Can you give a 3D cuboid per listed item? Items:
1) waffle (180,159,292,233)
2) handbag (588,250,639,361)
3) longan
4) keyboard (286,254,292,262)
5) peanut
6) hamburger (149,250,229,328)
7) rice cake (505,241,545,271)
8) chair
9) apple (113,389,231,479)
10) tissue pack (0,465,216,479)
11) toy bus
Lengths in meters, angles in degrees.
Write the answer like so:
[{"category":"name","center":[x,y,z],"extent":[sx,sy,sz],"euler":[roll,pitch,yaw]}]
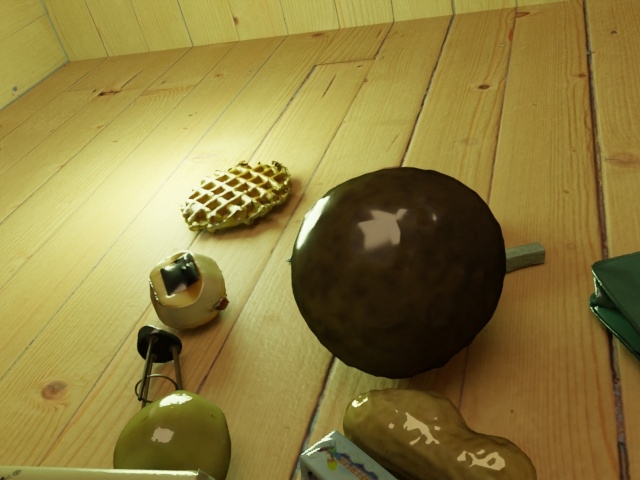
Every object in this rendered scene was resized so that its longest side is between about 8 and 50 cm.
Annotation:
[{"category":"waffle","center":[-0.237,-0.130,1.802],"extent":[0.325,0.068,0.302],"euler":[-7,36,9]},{"category":"handbag","center":[0.631,0.123,1.109],"extent":[0.269,0.100,0.274],"euler":[-14,36,-5]},{"category":"longan","center":[0.140,0.055,1.169],"extent":[0.391,0.391,0.391],"euler":[-10,35,7]},{"category":"keyboard","center":[0.000,0.000,1.582],"extent":[0.064,0.010,0.198],"euler":[16,45,38]},{"category":"peanut","center":[0.173,0.308,0.982],"extent":[0.319,0.147,0.147],"euler":[14,44,39]},{"category":"hamburger","center":[-0.298,0.113,1.458],"extent":[0.173,0.116,0.210],"euler":[-32,42,-9]},{"category":"rice cake","center":[0.348,0.055,1.348],"extent":[0.245,0.042,0.045],"euler":[-18,32,-3]},{"category":"chair","center":[-0.317,0.264,1.275],"extent":[0.095,0.104,0.221],"euler":[4,36,-18]},{"category":"apple","center":[-0.234,0.345,1.048],"extent":[0.200,0.200,0.200],"euler":[-10,35,7]},{"category":"tissue pack","center":[-0.330,0.472,0.825],"extent":[0.405,0.205,0.331],"euler":[-4,55,15]},{"category":"toy bus","center":[0.095,0.388,0.870],"extent":[0.109,0.136,0.330],"euler":[-28,25,-25]}]
